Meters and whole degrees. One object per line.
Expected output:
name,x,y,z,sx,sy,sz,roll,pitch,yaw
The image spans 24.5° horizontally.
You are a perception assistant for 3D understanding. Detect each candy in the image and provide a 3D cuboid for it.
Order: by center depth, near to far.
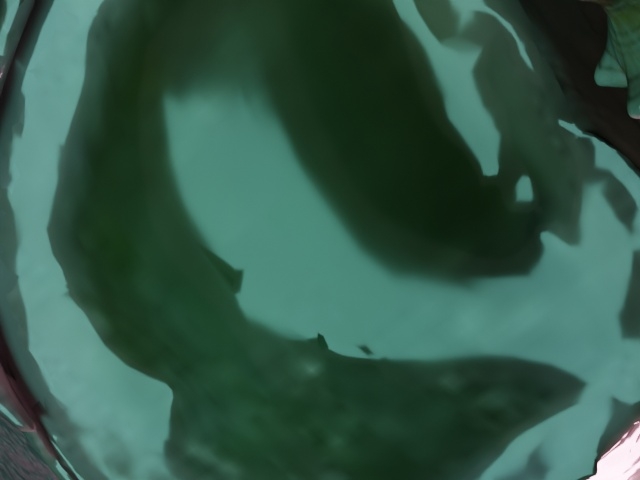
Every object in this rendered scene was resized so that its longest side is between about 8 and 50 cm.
candy,0.000,0.000,0.719,0.386,0.186,0.427,40,120,-1

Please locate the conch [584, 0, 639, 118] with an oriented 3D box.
conch,0.166,-0.110,0.530,0.114,0.233,0.137,-120,33,-44
